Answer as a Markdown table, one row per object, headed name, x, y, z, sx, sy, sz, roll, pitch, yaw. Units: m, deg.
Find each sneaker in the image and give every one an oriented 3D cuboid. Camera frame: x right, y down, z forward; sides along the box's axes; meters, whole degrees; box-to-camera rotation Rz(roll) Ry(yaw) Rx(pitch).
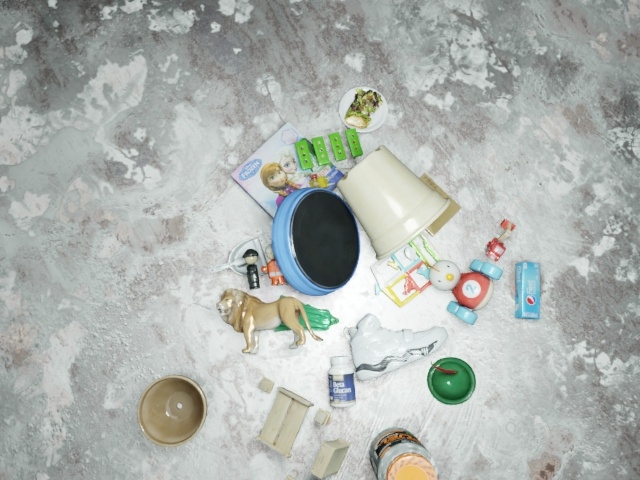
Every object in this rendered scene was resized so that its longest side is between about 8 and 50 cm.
| name | x | y | z | sx | sy | sz | roll | pitch | yaw |
| --- | --- | --- | --- | --- | --- | --- | --- | --- | --- |
| sneaker | 0.264 | 0.342 | 1.677 | 0.365 | 0.137 | 0.210 | -24 | 84 | -1 |

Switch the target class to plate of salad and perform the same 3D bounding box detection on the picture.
| name | x | y | z | sx | sy | sz | roll | pitch | yaw |
| --- | --- | --- | --- | --- | --- | --- | --- | --- | --- |
| plate of salad | 0.174 | -0.534 | 1.874 | 0.199 | 0.048 | 0.200 | 0 | 80 | 0 |

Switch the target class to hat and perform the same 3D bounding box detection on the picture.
| name | x | y | z | sx | sy | sz | roll | pitch | yaw |
| --- | --- | --- | --- | --- | --- | --- | --- | --- | --- |
| hat | 0.471 | 0.502 | 1.629 | 0.208 | 0.183 | 0.173 | 1 | 81 | 0 |

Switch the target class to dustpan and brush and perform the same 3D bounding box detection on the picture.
| name | x | y | z | sx | sy | sz | roll | pitch | yaw |
| --- | --- | --- | --- | --- | --- | --- | --- | --- | --- |
| dustpan and brush | -0.314 | 0.084 | 1.755 | 0.211 | 0.060 | 0.147 | -19 | 81 | -4 |

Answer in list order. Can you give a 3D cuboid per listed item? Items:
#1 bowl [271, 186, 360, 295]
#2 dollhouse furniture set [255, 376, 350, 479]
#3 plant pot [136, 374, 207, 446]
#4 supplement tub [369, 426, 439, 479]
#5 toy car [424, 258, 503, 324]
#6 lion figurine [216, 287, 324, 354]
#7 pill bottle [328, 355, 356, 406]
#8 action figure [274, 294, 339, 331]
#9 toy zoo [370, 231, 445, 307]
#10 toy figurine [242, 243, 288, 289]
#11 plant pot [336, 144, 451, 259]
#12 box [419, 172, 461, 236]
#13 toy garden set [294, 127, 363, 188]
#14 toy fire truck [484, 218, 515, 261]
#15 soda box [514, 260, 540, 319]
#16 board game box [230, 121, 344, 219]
| name | x | y | z | sx | sy | sz | roll | pitch | yaw |
| --- | --- | --- | --- | --- | --- | --- | --- | --- | --- |
| bowl | 0.000 | 0.000 | 1.640 | 0.391 | 0.077 | 0.392 | 11 | 75 | -44 |
| dollhouse furniture set | -0.099 | 0.709 | 1.655 | 0.355 | 0.174 | 0.304 | 20 | 80 | 27 |
| plant pot | -0.512 | 0.592 | 1.641 | 0.237 | 0.110 | 0.238 | 0 | 81 | -2 |
| supplement tub | 0.271 | 0.741 | 1.519 | 0.193 | 0.316 | 0.194 | 0 | 80 | -1 |
| toy car | 0.479 | 0.142 | 1.669 | 0.237 | 0.210 | 0.219 | 28 | 92 | -2 |
| lion figurine | -0.182 | 0.270 | 1.649 | 0.391 | 0.142 | 0.241 | -9 | 72 | 15 |
| pill bottle | 0.076 | 0.504 | 1.670 | 0.094 | 0.094 | 0.170 | -4 | 80 | -1 |
| action figure | -0.045 | 0.285 | 1.719 | 0.232 | 0.063 | 0.137 | 7 | 82 | 7 |
| toy zoo | 0.326 | 0.120 | 1.771 | 0.293 | 0.030 | 0.192 | -37 | 83 | -6 |
| toy figurine | -0.154 | 0.088 | 1.674 | 0.209 | 0.213 | 0.148 | -4 | 82 | -43 |
| plant pot | 0.232 | -0.154 | 1.644 | 0.333 | 0.334 | 0.305 | -40 | 91 | -7 |
| box | 0.424 | -0.141 | 1.822 | 0.164 | 0.021 | 0.201 | -44 | 84 | -7 |
| toy garden set | 0.044 | -0.299 | 1.769 | 0.244 | 0.049 | 0.204 | -15 | 84 | -10 |
| toy fire truck | 0.678 | -0.003 | 1.743 | 0.047 | 0.192 | 0.135 | 35 | 110 | 6 |
| soda box | 0.776 | 0.188 | 1.744 | 0.067 | 0.071 | 0.210 | 5 | 80 | 1 |
| board game box | -0.126 | -0.246 | 1.810 | 0.318 | 0.066 | 0.319 | 44 | 81 | 6 |
